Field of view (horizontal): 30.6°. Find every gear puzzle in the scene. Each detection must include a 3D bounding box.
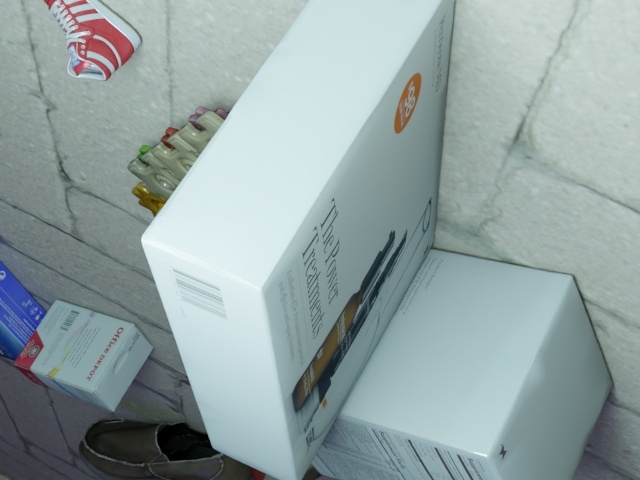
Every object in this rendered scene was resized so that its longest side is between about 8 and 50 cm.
[{"bbox_3d":[-0.107,-0.056,1.234,0.175,0.044,0.339,37,157,-17],"label":"gear puzzle"}]

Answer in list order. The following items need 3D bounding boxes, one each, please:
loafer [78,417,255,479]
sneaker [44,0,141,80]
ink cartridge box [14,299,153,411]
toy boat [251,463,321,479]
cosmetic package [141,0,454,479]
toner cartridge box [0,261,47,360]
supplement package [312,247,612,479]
[{"bbox_3d":[-0.279,0.370,2.117,0.366,0.134,0.130,7,123,24],"label":"loafer"},{"bbox_3d":[-0.229,-0.195,1.075,0.118,0.067,0.042,36,154,-10],"label":"sneaker"},{"bbox_3d":[-0.370,0.180,1.834,0.175,0.127,0.072,14,151,32],"label":"ink cartridge box"},{"bbox_3d":[-0.040,0.264,1.657,0.151,0.151,0.231,57,159,17],"label":"toy boat"},{"bbox_3d":[0.000,0.000,0.931,0.097,0.284,0.377,22,154,15],"label":"cosmetic package"},{"bbox_3d":[-0.572,0.082,1.938,0.165,0.075,0.348,12,149,32],"label":"toner cartridge box"},{"bbox_3d":[0.115,0.143,1.160,0.263,0.199,0.198,12,149,34],"label":"supplement package"}]
